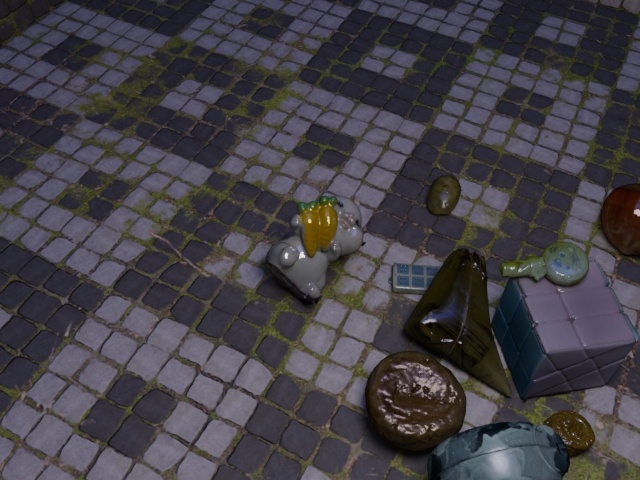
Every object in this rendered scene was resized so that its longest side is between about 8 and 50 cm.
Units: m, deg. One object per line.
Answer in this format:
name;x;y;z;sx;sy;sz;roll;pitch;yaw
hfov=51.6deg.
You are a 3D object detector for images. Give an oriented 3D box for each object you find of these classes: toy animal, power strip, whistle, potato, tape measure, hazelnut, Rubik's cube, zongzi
toy animal;0.003;0.000;1.706;0.183;0.247;0.310;37;73;5
power strip;0.276;0.105;1.746;0.192;0.035;0.081;4;51;2
whistle;0.502;0.060;1.491;0.198;0.057;0.104;-8;57;0
potato;0.359;-0.135;1.918;0.091;0.070;0.138;17;53;13
tape measure;0.354;0.467;1.316;0.275;0.256;0.147;-4;51;-12
hazelnut;0.873;-0.057;1.811;0.214;0.176;0.214;-5;73;16
Rubik's cube;0.558;0.210;1.546;0.221;0.231;0.225;-7;51;-7
zongzi;0.392;0.192;1.619;0.300;0.145;0.274;34;66;7

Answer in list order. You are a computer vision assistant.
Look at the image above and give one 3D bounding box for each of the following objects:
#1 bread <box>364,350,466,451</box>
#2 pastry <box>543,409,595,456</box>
bread;0.206;0.365;1.480;0.230;0.123;0.230;3;55;-4
pastry;0.553;0.432;1.481;0.109;0.057;0.097;15;47;7
